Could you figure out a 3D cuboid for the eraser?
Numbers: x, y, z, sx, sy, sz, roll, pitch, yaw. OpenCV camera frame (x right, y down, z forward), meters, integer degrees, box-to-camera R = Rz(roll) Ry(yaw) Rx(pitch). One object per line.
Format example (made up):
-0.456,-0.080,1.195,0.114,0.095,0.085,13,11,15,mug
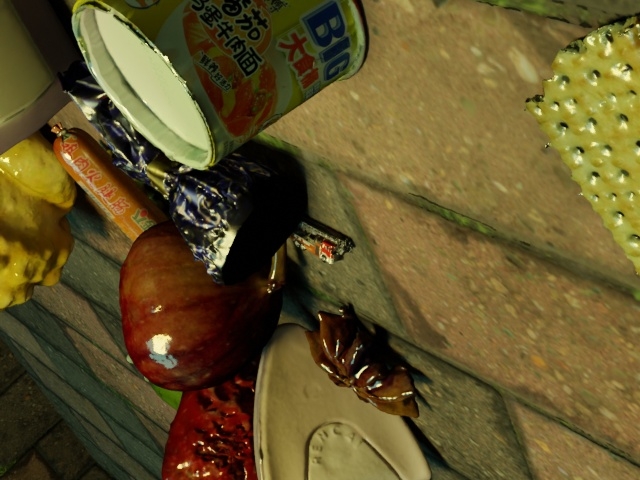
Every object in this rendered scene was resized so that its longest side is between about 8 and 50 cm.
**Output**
-0.002,0.214,1.451,0.059,0.204,0.243,136,112,-76,eraser

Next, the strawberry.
-0.074,0.261,1.561,0.220,0.274,0.274,-3,137,19,strawberry

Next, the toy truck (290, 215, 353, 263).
0.000,0.000,1.238,0.083,0.024,0.032,31,125,43,toy truck

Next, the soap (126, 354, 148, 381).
-0.223,0.145,1.812,0.063,0.114,0.198,46,161,0,soap

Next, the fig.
-0.109,0.068,1.394,0.249,0.204,0.186,-8,162,29,fig

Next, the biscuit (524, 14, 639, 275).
0.203,-0.047,0.766,0.203,0.016,0.144,53,158,-17,biscuit

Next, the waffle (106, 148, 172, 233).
-0.247,-0.046,1.620,0.191,0.038,0.191,39,157,20,waffle

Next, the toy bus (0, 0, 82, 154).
-0.448,-0.290,1.331,0.249,0.209,0.440,23,147,45,toy bus

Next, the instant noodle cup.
-0.088,-0.163,0.935,0.205,0.153,0.205,40,157,21,instant noodle cup

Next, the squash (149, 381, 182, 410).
-0.181,0.272,2.005,0.292,0.082,0.082,25,150,42,squash

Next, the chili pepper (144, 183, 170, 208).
-0.184,-0.044,1.520,0.091,0.034,0.030,49,126,-2,chili pepper

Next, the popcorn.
-0.526,-0.065,1.788,0.349,0.349,0.382,38,119,24,popcorn

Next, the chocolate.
-0.163,-0.086,1.283,0.343,0.126,0.148,38,-161,32,chocolate

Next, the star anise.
0.047,0.145,1.363,0.168,0.057,0.168,40,158,20,star anise

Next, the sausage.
-0.215,-0.016,1.519,0.348,0.053,0.053,49,160,-23,sausage
